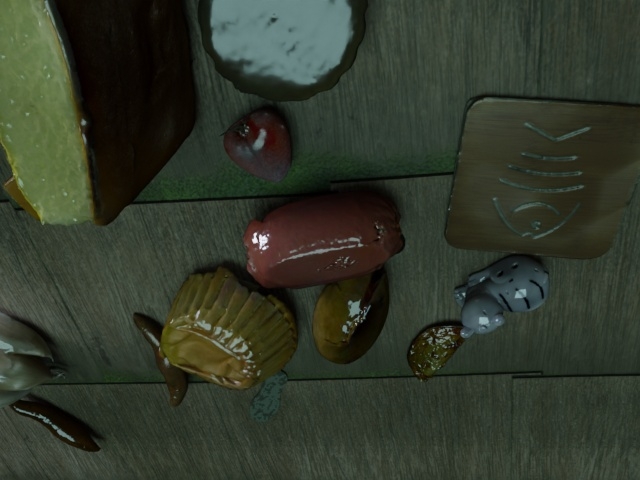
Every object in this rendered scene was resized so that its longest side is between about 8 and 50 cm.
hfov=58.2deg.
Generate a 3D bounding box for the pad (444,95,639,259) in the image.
[{"bbox_3d":[0.360,-0.091,0.937,0.287,0.018,0.284,5,125,6],"label":"pad"}]

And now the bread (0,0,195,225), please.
[{"bbox_3d":[-0.285,-0.230,0.765,0.143,0.333,0.323,7,128,8],"label":"bread"}]

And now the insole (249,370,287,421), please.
[{"bbox_3d":[-0.120,0.361,1.330,0.065,0.006,0.193,19,124,-3],"label":"insole"}]

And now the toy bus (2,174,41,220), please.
[{"bbox_3d":[-0.432,-0.127,0.984,0.201,0.114,0.098,-26,117,24],"label":"toy bus"}]

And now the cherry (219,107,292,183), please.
[{"bbox_3d":[-0.100,-0.155,0.929,0.106,0.087,0.126,-8,141,6],"label":"cherry"}]

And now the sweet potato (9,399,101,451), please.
[{"bbox_3d":[-0.670,0.463,1.461,0.265,0.057,0.057,40,121,-14],"label":"sweet potato"}]

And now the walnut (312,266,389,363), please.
[{"bbox_3d":[0.056,0.135,1.076,0.137,0.137,0.245,17,124,-2],"label":"walnut"}]

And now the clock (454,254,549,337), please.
[{"bbox_3d":[0.322,0.103,1.015,0.176,0.117,0.080,-31,114,25],"label":"clock"}]

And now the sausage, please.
[{"bbox_3d":[0.000,0.000,0.979,0.280,0.152,0.152,-10,122,10],"label":"sausage"}]

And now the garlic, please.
[{"bbox_3d":[-0.745,0.275,1.315,0.237,0.210,0.292,-45,106,-5],"label":"garlic"}]

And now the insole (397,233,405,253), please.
[{"bbox_3d":[0.044,0.021,1.074,0.232,0.003,0.080,-14,121,18],"label":"insole"}]

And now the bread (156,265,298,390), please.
[{"bbox_3d":[-0.180,0.190,1.141,0.274,0.149,0.274,8,128,11],"label":"bread"}]

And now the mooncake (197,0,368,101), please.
[{"bbox_3d":[-0.048,-0.310,0.795,0.228,0.124,0.228,1,122,2],"label":"mooncake"}]

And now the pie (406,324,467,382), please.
[{"bbox_3d":[0.227,0.224,1.167,0.088,0.033,0.191,29,124,-6],"label":"pie"}]

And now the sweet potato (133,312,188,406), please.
[{"bbox_3d":[-0.339,0.267,1.274,0.078,0.058,0.255,3,123,32],"label":"sweet potato"}]
